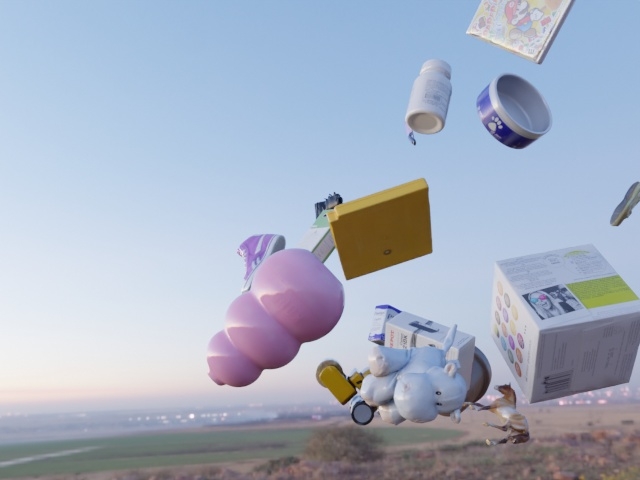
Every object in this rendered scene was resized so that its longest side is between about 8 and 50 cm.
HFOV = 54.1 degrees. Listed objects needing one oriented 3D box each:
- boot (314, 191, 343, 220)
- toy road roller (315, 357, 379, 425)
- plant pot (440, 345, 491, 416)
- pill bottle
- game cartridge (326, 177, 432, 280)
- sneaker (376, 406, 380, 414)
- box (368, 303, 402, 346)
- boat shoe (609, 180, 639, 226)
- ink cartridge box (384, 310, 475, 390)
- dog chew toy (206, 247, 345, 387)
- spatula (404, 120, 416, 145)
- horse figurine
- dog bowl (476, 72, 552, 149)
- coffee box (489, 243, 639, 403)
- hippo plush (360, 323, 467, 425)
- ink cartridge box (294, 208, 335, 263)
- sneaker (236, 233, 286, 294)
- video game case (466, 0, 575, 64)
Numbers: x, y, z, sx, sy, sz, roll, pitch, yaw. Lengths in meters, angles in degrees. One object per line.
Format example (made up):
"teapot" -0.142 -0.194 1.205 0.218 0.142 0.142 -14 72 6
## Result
"boot" 0.033 -0.094 2.092 0.099 0.121 0.045 -22 -24 28
"toy road roller" 0.157 0.581 2.599 0.240 0.329 0.202 -44 -4 -3
"plant pot" 0.475 0.520 2.272 0.263 0.263 0.229 -9 13 23
"pill bottle" 0.362 -0.474 2.056 0.131 0.229 0.131 13 -25 6
"game cartridge" 0.177 -0.026 1.794 0.285 0.053 0.324 -18 -38 -1
"sneaker" 0.208 0.485 2.014 0.076 0.167 0.065 23 18 3
"box" 0.254 0.318 2.274 0.126 0.137 0.072 28 -26 -27
"boat shoe" 0.905 -0.100 1.834 0.048 0.153 0.056 34 -9 0
"ink cartridge box" 0.345 0.370 2.023 0.272 0.197 0.114 17 26 38
"dog chew toy" -0.106 0.174 1.321 0.332 0.206 0.206 -44 -14 -5
"spatula" 0.406 -0.469 2.814 0.030 0.084 0.296 -13 21 9
"horse figurine" 0.539 0.522 1.844 0.174 0.066 0.263 -1 22 -13
"dog bowl" 0.688 -0.460 2.226 0.264 0.265 0.104 5 -28 -29
"coffee box" 0.765 0.258 1.998 0.338 0.334 0.338 -11 -53 -4
"hippo plush" 0.266 0.382 1.556 0.294 0.234 0.236 -11 15 -13
"ink cartridge box" 0.000 0.000 1.866 0.062 0.209 0.109 49 -28 -24
"sneaker" -0.247 0.092 2.261 0.161 0.282 0.102 7 -40 26
"video game case" 0.468 -0.543 1.426 0.206 0.227 0.026 37 23 33
